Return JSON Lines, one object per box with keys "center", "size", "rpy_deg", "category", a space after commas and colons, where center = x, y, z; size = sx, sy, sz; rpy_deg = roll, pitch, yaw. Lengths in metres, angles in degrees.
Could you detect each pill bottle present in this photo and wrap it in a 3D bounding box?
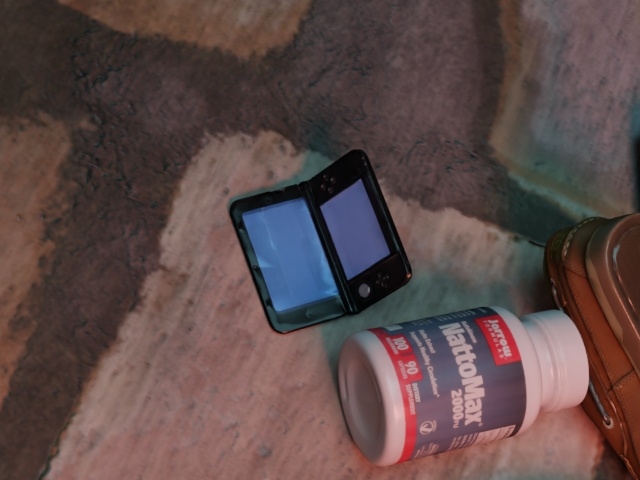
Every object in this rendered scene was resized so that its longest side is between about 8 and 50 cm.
{"center": [0.115, 0.109, 1.297], "size": [0.180, 0.108, 0.108], "rpy_deg": [-11, 72, -20], "category": "pill bottle"}

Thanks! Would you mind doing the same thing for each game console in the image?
{"center": [0.000, 0.000, 1.333], "size": [0.071, 0.107, 0.122], "rpy_deg": [-3, 67, -48], "category": "game console"}

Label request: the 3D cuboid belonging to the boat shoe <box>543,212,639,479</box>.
{"center": [0.274, 0.123, 1.342], "size": [0.110, 0.104, 0.307], "rpy_deg": [-22, 96, -32], "category": "boat shoe"}
